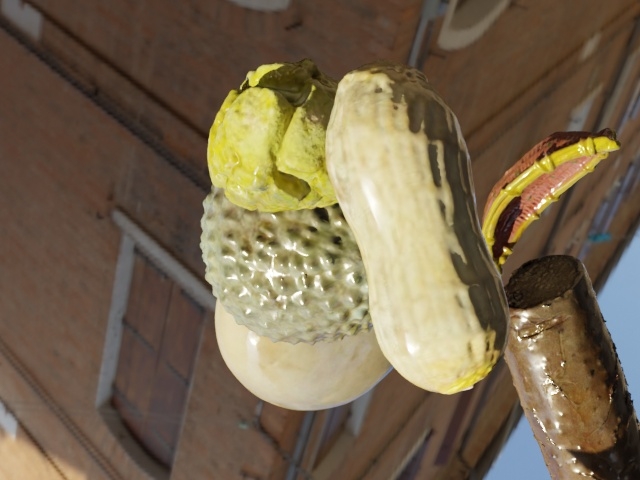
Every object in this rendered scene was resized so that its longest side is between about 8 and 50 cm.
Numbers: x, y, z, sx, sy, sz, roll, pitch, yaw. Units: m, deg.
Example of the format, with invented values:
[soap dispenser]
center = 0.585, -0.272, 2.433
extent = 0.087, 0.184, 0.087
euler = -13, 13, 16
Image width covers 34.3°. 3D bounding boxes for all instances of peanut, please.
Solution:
[peanut]
center = 0.057, -0.009, 0.624
extent = 0.087, 0.207, 0.087
euler = -15, 176, -1

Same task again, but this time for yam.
[yam]
center = 0.281, 0.163, 1.174
extent = 0.131, 0.280, 0.131
euler = -21, -161, 7

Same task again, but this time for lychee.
[lychee]
center = 0.000, 0.000, 1.117
extent = 0.255, 0.255, 0.274
euler = -5, -167, -30

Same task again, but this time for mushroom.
[mushroom]
center = -0.012, 0.104, 1.750
extent = 0.362, 0.362, 0.294
euler = -3, -149, -28

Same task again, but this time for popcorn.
[popcorn]
center = -0.021, -0.072, 0.731
extent = 0.120, 0.106, 0.116
euler = -6, -171, 26

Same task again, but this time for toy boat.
[toy boat]
center = 0.318, -0.073, 1.504
extent = 0.141, 0.318, 0.099
euler = -11, -119, -35
